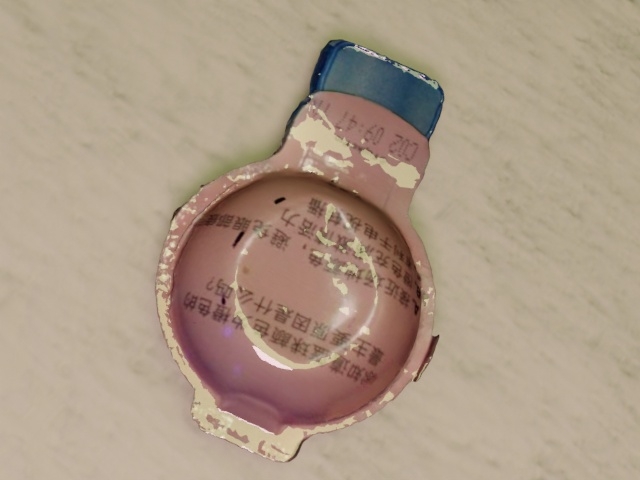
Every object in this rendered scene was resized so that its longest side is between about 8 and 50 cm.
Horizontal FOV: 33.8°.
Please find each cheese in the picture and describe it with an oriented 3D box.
[{"bbox_3d":[0.000,0.000,0.685,0.189,0.074,0.285,22,71,-8],"label":"cheese"}]
